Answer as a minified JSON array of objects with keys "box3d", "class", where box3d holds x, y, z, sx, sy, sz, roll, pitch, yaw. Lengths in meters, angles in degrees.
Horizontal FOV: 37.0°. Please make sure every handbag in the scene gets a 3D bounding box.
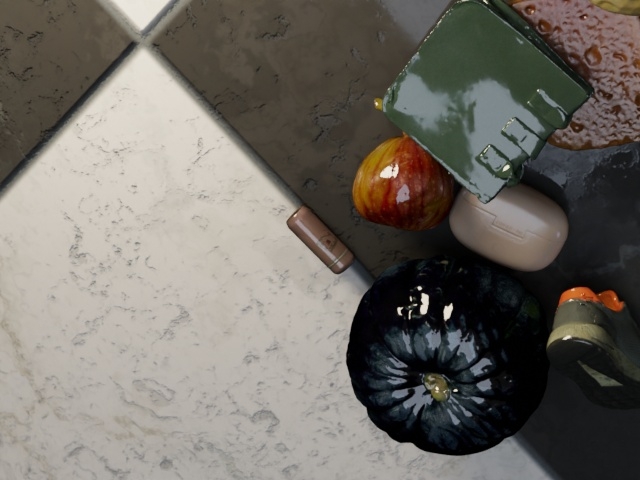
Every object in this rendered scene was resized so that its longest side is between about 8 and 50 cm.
[{"box3d":[0.260,-0.224,1.505,0.260,0.079,0.247,43,120,3],"class":"handbag"}]

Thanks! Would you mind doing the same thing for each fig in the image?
[{"box3d":[0.147,-0.122,1.612,0.175,0.175,0.207,14,98,9],"class":"fig"}]

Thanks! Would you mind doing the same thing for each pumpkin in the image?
[{"box3d":[0.220,0.197,1.675,0.364,0.266,0.363,8,117,17],"class":"pumpkin"}]

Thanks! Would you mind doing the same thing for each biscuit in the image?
[{"box3d":[0.393,-0.268,1.526,0.262,0.052,0.277,-15,108,24],"class":"biscuit"}]

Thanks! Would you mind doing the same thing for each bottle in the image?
[{"box3d":[0.000,0.000,1.759,0.140,0.053,0.053,46,118,-9],"class":"bottle"}]

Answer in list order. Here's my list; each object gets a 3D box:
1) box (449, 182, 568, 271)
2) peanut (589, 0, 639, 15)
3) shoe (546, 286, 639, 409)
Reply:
[{"box3d":[0.321,-0.030,1.637,0.200,0.088,0.146,24,116,2],"class":"box"},{"box3d":[0.509,-0.372,1.334,0.313,0.149,0.149,21,121,32],"class":"peanut"},{"box3d":[0.503,0.177,1.669,0.132,0.171,0.336,-19,140,38],"class":"shoe"}]
